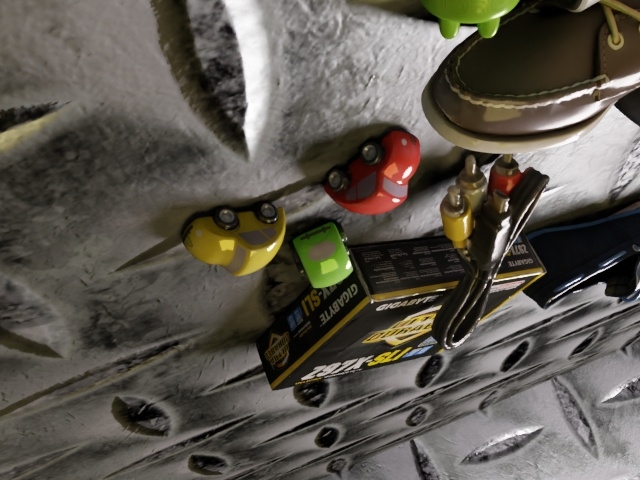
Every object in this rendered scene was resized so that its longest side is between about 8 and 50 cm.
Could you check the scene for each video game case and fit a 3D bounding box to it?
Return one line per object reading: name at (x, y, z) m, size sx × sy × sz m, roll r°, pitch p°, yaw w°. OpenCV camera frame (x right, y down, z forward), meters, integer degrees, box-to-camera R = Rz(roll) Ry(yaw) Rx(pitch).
video game case at (0.446, -0.017, 1.256) m, size 0.122 × 0.011 × 0.087 m, roll -29°, pitch 156°, yaw 10°

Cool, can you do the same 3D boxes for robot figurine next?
robot figurine at (0.090, -0.178, 0.474) m, size 0.101 × 0.067 × 0.115 m, roll 0°, pitch 141°, yaw 8°

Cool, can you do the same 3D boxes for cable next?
cable at (0.181, 0.008, 0.921) m, size 0.139 × 0.072 × 0.287 m, roll -33°, pitch 150°, yaw -26°

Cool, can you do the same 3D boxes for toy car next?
toy car at (0.000, 0.000, 0.804) m, size 0.239 × 0.053 × 0.225 m, roll -23°, pitch 157°, yaw -1°

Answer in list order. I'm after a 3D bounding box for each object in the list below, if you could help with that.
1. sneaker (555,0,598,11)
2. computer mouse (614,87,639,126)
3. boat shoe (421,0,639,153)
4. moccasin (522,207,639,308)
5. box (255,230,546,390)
sneaker at (0.186, -0.241, 0.421) m, size 0.123 × 0.106 × 0.290 m, roll -29°, pitch 168°, yaw 0°
computer mouse at (0.394, -0.157, 0.825) m, size 0.272 × 0.072 × 0.188 m, roll 1°, pitch 147°, yaw -46°
boat shoe at (0.223, -0.160, 0.601) m, size 0.324 × 0.117 × 0.097 m, roll -21°, pitch 157°, yaw -19°
moccasin at (0.435, 0.040, 1.199) m, size 0.341 × 0.117 × 0.138 m, roll -13°, pitch 148°, yaw -16°
box at (0.106, 0.093, 1.083) m, size 0.322 × 0.079 × 0.257 m, roll -5°, pitch 152°, yaw -38°
